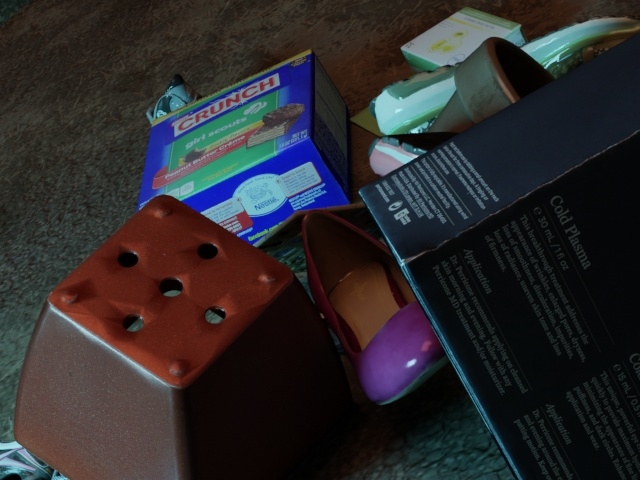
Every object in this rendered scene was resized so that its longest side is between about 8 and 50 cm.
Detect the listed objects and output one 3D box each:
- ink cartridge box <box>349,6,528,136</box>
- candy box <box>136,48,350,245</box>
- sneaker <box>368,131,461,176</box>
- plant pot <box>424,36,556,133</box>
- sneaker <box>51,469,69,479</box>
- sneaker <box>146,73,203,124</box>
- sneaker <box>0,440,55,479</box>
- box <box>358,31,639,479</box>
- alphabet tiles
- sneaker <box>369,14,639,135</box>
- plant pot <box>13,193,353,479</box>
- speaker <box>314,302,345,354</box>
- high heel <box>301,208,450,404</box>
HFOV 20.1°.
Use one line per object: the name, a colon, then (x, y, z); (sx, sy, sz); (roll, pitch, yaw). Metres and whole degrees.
ink cartridge box: (0.158, -0.233, 2.524); (0.235, 0.056, 0.171); (-32, 26, -11)
candy box: (-0.102, -0.110, 2.484); (0.268, 0.122, 0.317); (-25, 24, 12)
sneaker: (0.154, -0.018, 1.772); (0.116, 0.136, 0.314); (-6, 23, -44)
plant pot: (0.187, -0.052, 1.964); (0.229, 0.263, 0.263); (-40, 21, 18)
sneaker: (-0.268, 0.214, 2.012); (0.101, 0.153, 0.268); (-12, 30, 34)
sneaker: (-0.166, -0.195, 2.698); (0.228, 0.132, 0.086); (-15, 28, 28)
sneaker: (-0.380, 0.275, 2.123); (0.178, 0.072, 0.077); (-17, 38, 36)
box: (0.256, 0.045, 1.553); (0.312, 0.343, 0.179); (-29, 24, 1)
alphabet tiles: (0.000, 0.000, 2.126); (0.198, 0.009, 0.237); (-8, -16, -33)
sneaker: (0.270, -0.139, 2.134); (0.410, 0.182, 0.158); (-17, -9, 20)
plant pot: (-0.144, 0.116, 1.842); (0.267, 0.236, 0.267); (31, 57, 22)
speaker: (0.020, 0.074, 2.089); (0.055, 0.055, 0.136); (-21, 26, 17)
high heel: (0.045, 0.056, 1.817); (0.127, 0.181, 0.377); (-38, 5, -7)
